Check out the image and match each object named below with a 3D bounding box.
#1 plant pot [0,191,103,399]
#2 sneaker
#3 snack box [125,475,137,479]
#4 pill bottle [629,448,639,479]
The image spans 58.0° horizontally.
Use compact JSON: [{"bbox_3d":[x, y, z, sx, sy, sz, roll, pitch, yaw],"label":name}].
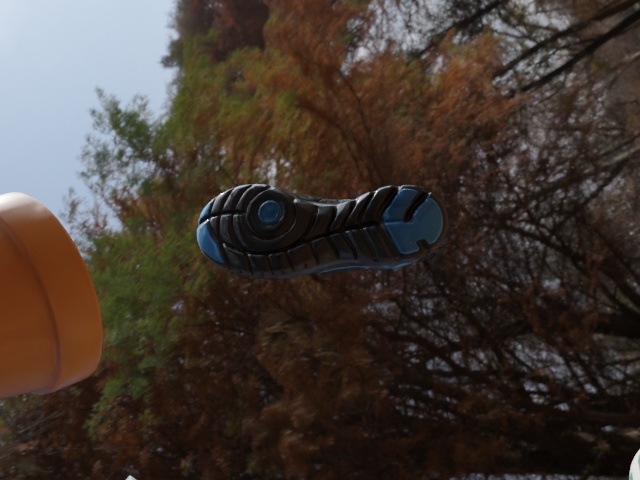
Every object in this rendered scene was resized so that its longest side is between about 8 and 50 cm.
[{"bbox_3d":[-0.463,0.100,0.771,0.203,0.291,0.291,-27,-93,-49],"label":"plant pot"},{"bbox_3d":[0.000,0.000,0.779,0.139,0.341,0.125,38,-124,-70],"label":"sneaker"},{"bbox_3d":[-0.190,0.516,0.906,0.322,0.187,0.060,45,-105,-16],"label":"snack box"},{"bbox_3d":[0.529,0.425,0.751,0.204,0.204,0.361,59,-152,-1],"label":"pill bottle"}]
